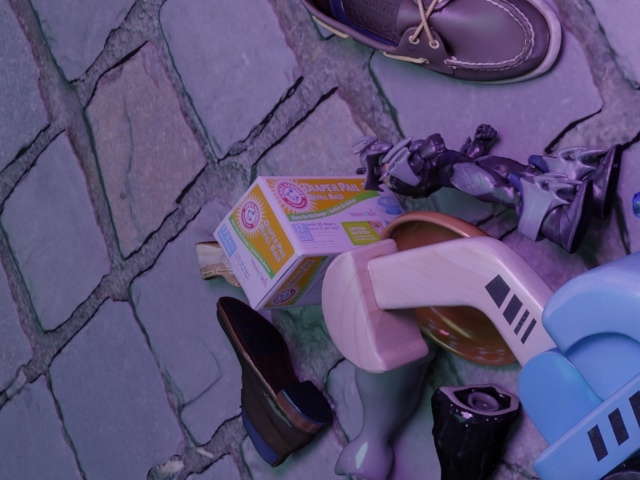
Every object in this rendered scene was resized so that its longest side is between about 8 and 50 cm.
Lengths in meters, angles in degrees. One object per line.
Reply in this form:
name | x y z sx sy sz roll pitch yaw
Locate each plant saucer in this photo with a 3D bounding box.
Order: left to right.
plant saucer | 0.150 0.046 1.625 0.200 0.037 0.200 31 145 25

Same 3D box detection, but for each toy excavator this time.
toy excavator | 0.245 0.098 1.420 0.433 0.222 0.445 -47 68 38

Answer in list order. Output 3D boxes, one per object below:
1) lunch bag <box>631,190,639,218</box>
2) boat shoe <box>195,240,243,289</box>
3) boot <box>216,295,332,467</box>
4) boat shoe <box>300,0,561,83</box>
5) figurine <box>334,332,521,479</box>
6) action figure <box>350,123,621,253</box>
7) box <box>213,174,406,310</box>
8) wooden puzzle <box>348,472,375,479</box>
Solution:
lunch bag | 0.379 -0.032 1.381 0.151 0.128 0.096 -2 87 47
boat shoe | -0.097 0.032 1.914 0.170 0.063 0.059 4 98 54
boot | -0.084 0.176 1.892 0.219 0.082 0.106 53 124 27
boat shoe | 0.112 -0.243 1.657 0.324 0.096 0.117 25 110 41
figurine | 0.105 0.231 1.709 0.215 0.092 0.210 34 120 39
action figure | 0.158 -0.072 1.576 0.285 0.185 0.099 14 112 27
box | 0.000 0.000 1.710 0.103 0.203 0.114 -49 60 35
wooden puzzle | 0.054 0.290 1.733 0.083 0.006 0.049 1 116 58
